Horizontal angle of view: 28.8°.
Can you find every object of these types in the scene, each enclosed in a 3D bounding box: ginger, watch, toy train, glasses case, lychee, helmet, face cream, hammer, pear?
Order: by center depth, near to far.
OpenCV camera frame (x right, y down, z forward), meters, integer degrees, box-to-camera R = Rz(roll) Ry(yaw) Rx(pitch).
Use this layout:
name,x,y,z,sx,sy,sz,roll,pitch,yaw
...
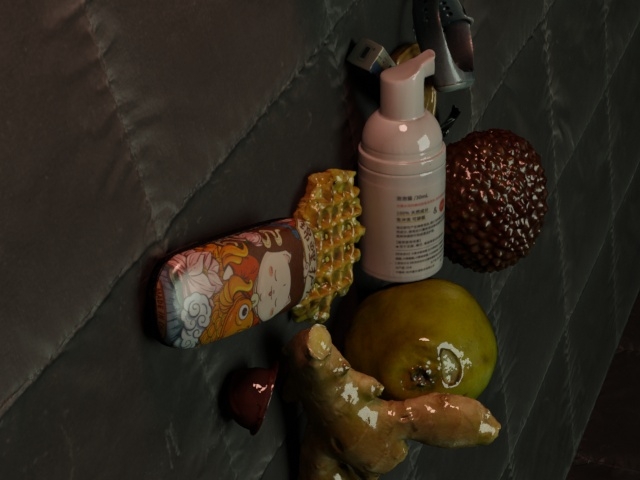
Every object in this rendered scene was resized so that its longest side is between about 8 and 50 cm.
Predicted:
name,x,y,z,sx,sy,sz,roll,pitch,yaw
glasses case,-0.109,0.051,1.635,0.321,0.082,0.122,-20,111,-53
helmet,-0.103,0.213,1.748,0.089,0.057,0.111,128,-21,-63
ginger,0.035,0.297,1.924,0.348,0.363,0.122,38,34,-12
face cream,0.130,-0.126,2.001,0.145,0.145,0.369,-43,138,-52
toy train,0.111,-0.252,2.039,0.051,0.052,0.234,-57,151,-4
pear,0.163,0.186,2.079,0.321,0.269,0.269,-59,151,-72
watch,0.220,-0.359,2.190,0.206,0.068,0.192,-26,105,-67
lychee,0.293,-0.067,2.242,0.267,0.268,0.267,-31,125,-58
hammer,0.200,-0.189,2.263,0.201,0.021,0.078,-41,166,-48

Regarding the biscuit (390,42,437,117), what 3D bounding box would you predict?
name,x,y,z,sx,sy,sz,roll,pitch,yaw
biscuit,0.167,-0.272,2.187,0.220,0.029,0.141,52,51,-56

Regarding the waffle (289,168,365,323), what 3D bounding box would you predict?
name,x,y,z,sx,sy,sz,roll,pitch,yaw
waffle,-0.001,0.000,1.895,0.249,0.056,0.253,44,60,-59
